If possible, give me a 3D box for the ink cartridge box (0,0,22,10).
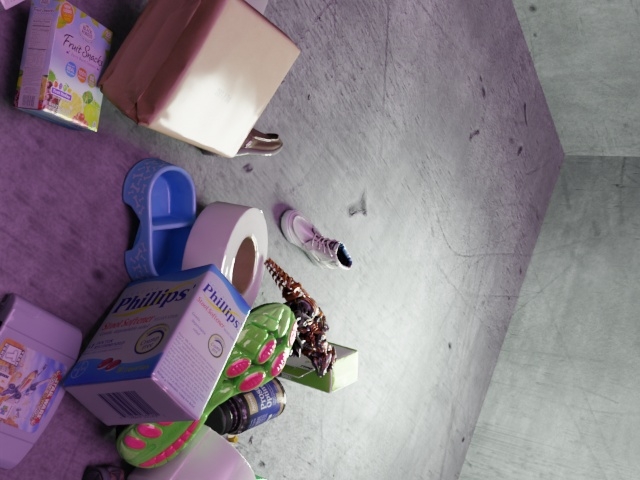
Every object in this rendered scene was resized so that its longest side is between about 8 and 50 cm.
[{"bbox_3d":[-0.548,-0.491,1.267,0.150,0.063,0.109,-49,131,-36],"label":"ink cartridge box"}]

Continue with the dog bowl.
[{"bbox_3d":[-0.352,-0.034,1.589,0.165,0.074,0.298,-10,103,-52],"label":"dog bowl"}]

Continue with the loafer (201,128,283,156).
[{"bbox_3d":[-0.186,-0.255,1.758,0.251,0.094,0.088,-13,110,-51],"label":"loafer"}]

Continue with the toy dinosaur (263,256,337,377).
[{"bbox_3d":[-0.071,0.206,1.803,0.322,0.164,0.218,50,41,5],"label":"toy dinosaur"}]

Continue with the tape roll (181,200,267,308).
[{"bbox_3d":[-0.221,0.051,1.676,0.286,0.100,0.287,10,90,-74],"label":"tape roll"}]

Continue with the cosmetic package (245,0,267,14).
[{"bbox_3d":[-0.188,-0.608,1.677,0.107,0.127,0.238,29,74,-52],"label":"cosmetic package"}]

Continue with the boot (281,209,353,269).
[{"bbox_3d":[0.000,0.000,2.019,0.258,0.123,0.095,46,60,-46],"label":"boot"}]

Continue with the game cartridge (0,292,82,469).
[{"bbox_3d":[-0.582,0.273,1.349,0.198,0.062,0.297,41,63,-43],"label":"game cartridge"}]

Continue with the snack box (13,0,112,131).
[{"bbox_3d":[-0.479,-0.326,1.335,0.174,0.070,0.207,15,82,-75],"label":"snack box"}]

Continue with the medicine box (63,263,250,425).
[{"bbox_3d":[-0.326,0.214,1.445,0.149,0.263,0.289,55,39,-31],"label":"medicine box"}]

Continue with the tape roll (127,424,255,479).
[{"bbox_3d":[-0.293,0.552,1.614,0.169,0.246,0.246,-49,131,-37],"label":"tape roll"}]

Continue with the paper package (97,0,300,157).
[{"bbox_3d":[-0.238,-0.359,1.468,0.310,0.168,0.324,-55,158,9],"label":"paper package"}]

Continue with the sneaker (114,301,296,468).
[{"bbox_3d":[-0.264,0.283,1.576,0.482,0.202,0.185,-35,128,-18],"label":"sneaker"}]

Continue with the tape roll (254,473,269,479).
[{"bbox_3d":[-0.220,0.787,1.887,0.321,0.077,0.322,-10,103,-53],"label":"tape roll"}]

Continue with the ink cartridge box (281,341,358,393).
[{"bbox_3d":[-0.045,0.359,1.962,0.255,0.188,0.097,-15,109,-49],"label":"ink cartridge box"}]

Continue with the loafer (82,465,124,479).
[{"bbox_3d":[-0.471,0.618,1.517,0.084,0.096,0.268,19,78,-59],"label":"loafer"}]

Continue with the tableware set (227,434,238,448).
[{"bbox_3d":[-0.268,0.525,1.829,0.154,0.024,0.104,9,91,-54],"label":"tableware set"}]

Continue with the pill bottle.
[{"bbox_3d":[-0.200,0.425,1.819,0.219,0.122,0.123,-10,103,-53],"label":"pill bottle"}]
